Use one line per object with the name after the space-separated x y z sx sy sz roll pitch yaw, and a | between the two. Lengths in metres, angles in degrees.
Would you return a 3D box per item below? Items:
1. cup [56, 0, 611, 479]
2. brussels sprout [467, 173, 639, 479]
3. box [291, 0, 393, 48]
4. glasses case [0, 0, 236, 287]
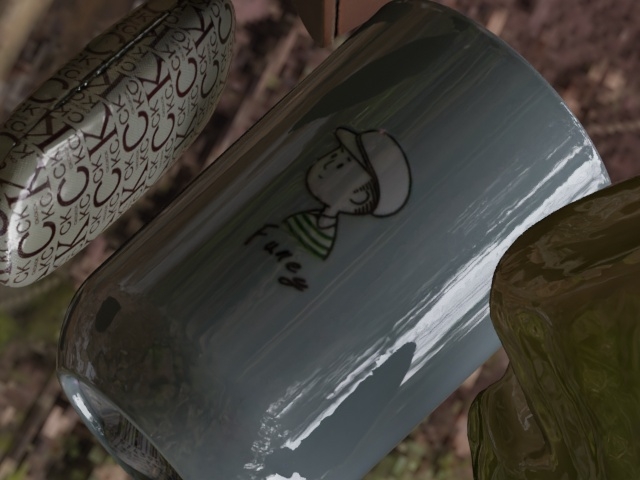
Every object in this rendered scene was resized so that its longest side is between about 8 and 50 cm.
0.005 0.026 1.131 0.312 0.205 0.205 -43 163 -19 | cup
0.157 0.087 0.547 0.219 0.271 0.210 -24 -158 43 | brussels sprout
0.044 -0.348 1.496 0.229 0.239 0.339 -28 167 -7 | box
-0.170 -0.092 1.519 0.355 0.085 0.137 -49 155 -47 | glasses case
